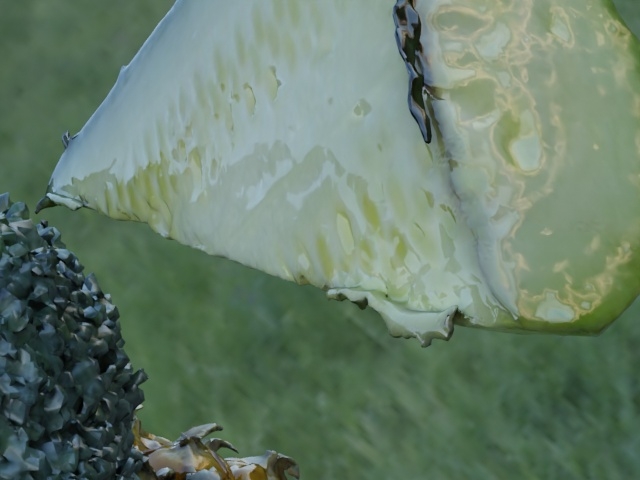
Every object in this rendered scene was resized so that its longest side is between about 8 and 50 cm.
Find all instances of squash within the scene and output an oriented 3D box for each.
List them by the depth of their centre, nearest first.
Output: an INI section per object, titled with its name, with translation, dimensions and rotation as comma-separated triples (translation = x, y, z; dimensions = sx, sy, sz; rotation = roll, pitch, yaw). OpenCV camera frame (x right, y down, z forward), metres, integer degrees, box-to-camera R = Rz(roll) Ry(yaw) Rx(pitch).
[squash]
translation = 0.000, 0.000, 0.584
dimensions = 0.252, 0.093, 0.169
rotation = -42, 55, 50

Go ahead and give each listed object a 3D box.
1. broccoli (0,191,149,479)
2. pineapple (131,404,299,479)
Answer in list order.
[broccoli]
translation = -0.243, 0.126, 0.682
dimensions = 0.397, 0.353, 0.275
rotation = -15, 38, -22
[pineapple]
translation = -0.051, 0.177, 1.034
dimensions = 0.209, 0.344, 0.286
rotation = -41, -34, -39
